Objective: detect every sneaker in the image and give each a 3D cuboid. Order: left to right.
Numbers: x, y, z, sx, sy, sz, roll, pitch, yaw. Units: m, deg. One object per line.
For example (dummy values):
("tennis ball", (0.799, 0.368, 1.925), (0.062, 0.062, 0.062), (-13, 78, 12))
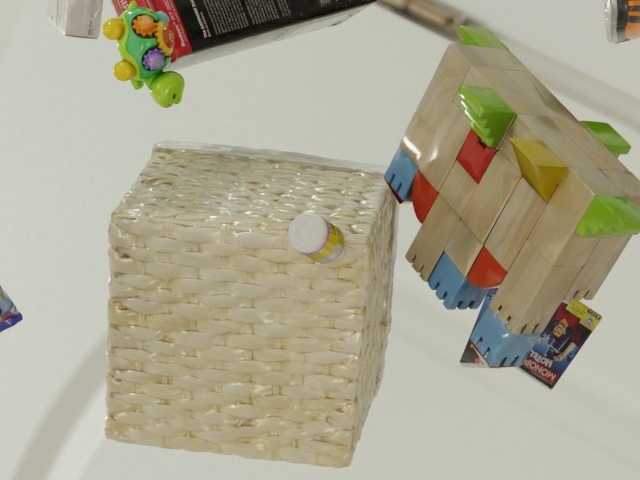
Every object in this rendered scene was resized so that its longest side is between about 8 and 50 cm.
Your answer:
("sneaker", (0.482, -0.332, 1.824), (0.321, 0.180, 0.125), (-33, -58, -63))

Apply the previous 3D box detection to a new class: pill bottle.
("pill bottle", (0.000, 0.000, 1.445), (0.043, 0.043, 0.083), (-61, -25, -1))

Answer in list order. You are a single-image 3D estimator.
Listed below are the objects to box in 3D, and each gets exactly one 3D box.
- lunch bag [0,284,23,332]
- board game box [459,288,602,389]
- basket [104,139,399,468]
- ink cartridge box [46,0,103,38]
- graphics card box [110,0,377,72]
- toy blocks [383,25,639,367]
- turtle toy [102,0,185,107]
("lunch bag", (-0.482, -0.011, 1.468), (0.138, 0.293, 0.221), (-40, -43, -15))
("board game box", (0.324, 0.153, 2.229), (0.194, 0.194, 0.060), (-54, -18, -4))
("basket", (-0.080, 0.079, 1.683), (0.266, 0.331, 0.328), (-72, -12, -68))
("ink cartridge box", (-0.385, -0.380, 2.149), (0.056, 0.135, 0.099), (2, -71, -24))
("graphics card box", (-0.116, -0.368, 1.796), (0.371, 0.233, 0.094), (-24, 0, -38))
("toy blocks", (0.200, -0.035, 1.559), (0.190, 0.381, 0.261), (1, -51, -36))
("turtle toy", (-0.200, -0.218, 1.607), (0.095, 0.066, 0.130), (-46, -56, -67))
